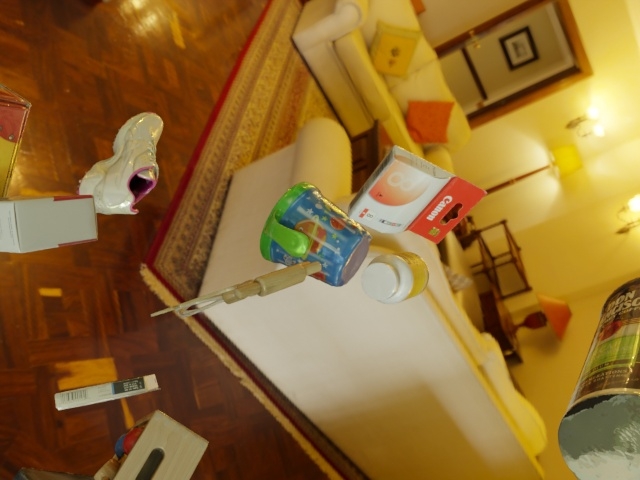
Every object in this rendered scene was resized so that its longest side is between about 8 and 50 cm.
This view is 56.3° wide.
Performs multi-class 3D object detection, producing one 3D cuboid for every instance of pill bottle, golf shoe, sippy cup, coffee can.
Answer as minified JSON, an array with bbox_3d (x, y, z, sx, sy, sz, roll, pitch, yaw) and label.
[{"bbox_3d":[0.153,0.077,1.242,0.184,0.103,0.103,-3,72,-64],"label":"pill bottle"},{"bbox_3d":[-0.407,-0.167,1.336,0.115,0.140,0.306,86,20,-52],"label":"golf shoe"},{"bbox_3d":[0.000,0.000,1.547,0.305,0.224,0.240,-43,155,-39],"label":"sippy cup"},{"bbox_3d":[0.459,0.199,0.806,0.275,0.201,0.202,-41,109,-45],"label":"coffee can"}]

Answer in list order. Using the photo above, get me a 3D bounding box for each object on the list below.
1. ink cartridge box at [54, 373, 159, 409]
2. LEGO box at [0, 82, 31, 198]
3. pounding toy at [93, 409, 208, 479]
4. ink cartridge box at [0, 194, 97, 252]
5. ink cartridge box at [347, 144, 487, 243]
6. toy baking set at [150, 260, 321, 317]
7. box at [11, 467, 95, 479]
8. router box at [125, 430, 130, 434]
[{"bbox_3d":[-0.513,0.371,1.471,0.208,0.206,0.045,115,-36,-76],"label":"ink cartridge box"},{"bbox_3d":[-0.699,-0.024,0.874,0.193,0.501,0.372,31,18,24],"label":"LEGO box"},{"bbox_3d":[-0.212,0.264,0.660,0.100,0.130,0.141,37,55,-11],"label":"pounding toy"},{"bbox_3d":[-0.440,-0.028,0.889,0.127,0.175,0.073,-15,103,-56],"label":"ink cartridge box"},{"bbox_3d":[0.155,-0.057,0.969,0.179,0.145,0.045,25,43,-13],"label":"ink cartridge box"},{"bbox_3d":[-0.123,0.082,0.936,0.256,0.196,0.030,-17,88,-46],"label":"toy baking set"},{"bbox_3d":[-0.336,0.659,0.808,0.479,0.472,0.297,30,-12,25],"label":"box"},{"bbox_3d":[-0.371,0.466,1.308,0.038,0.122,0.092,-41,120,-60],"label":"router box"}]
